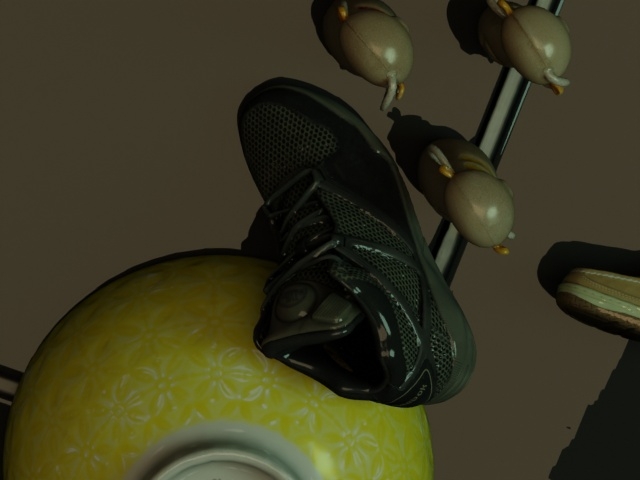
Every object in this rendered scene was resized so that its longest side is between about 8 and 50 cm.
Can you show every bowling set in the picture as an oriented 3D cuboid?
[{"bbox_3d":[0.083,-0.158,1.107,0.200,0.154,0.287,-39,101,4],"label":"bowling set"}]

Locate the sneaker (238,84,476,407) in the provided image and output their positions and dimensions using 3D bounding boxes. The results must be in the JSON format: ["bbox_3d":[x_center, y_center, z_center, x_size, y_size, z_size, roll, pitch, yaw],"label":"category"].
[{"bbox_3d":[0.000,0.000,1.116,0.087,0.130,0.227,-34,74,28],"label":"sneaker"}]

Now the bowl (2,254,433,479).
[{"bbox_3d":[-0.062,0.164,1.158,0.290,0.156,0.289,-1,100,-4],"label":"bowl"}]

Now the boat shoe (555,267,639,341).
[{"bbox_3d":[0.246,0.039,1.206,0.190,0.068,0.072,17,87,-16],"label":"boat shoe"}]
